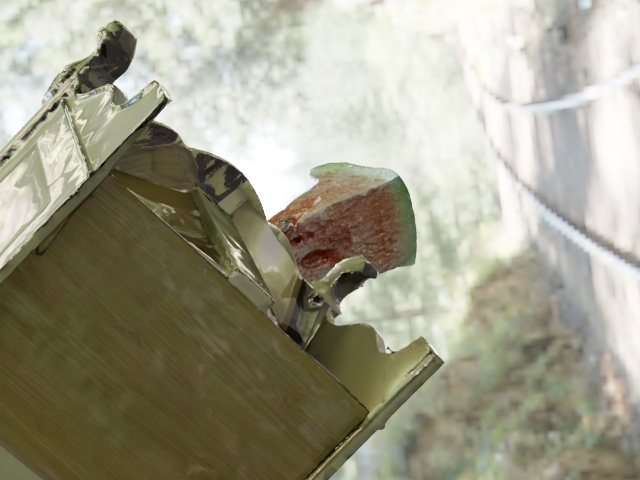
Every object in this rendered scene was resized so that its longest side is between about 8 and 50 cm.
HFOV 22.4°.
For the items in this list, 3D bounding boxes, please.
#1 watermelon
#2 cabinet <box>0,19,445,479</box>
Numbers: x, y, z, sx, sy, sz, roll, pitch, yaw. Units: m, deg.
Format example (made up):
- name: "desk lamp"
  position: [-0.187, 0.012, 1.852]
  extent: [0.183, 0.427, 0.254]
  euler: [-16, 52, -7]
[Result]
- name: "watermelon"
  position: [0.023, -0.006, 1.465]
  extent: [0.158, 0.121, 0.098]
  euler: [-40, -62, -54]
- name: "cabinet"
  position: [-0.139, 0.072, 1.099]
  extent: [0.290, 0.318, 0.227]
  euler: [43, -177, -22]
